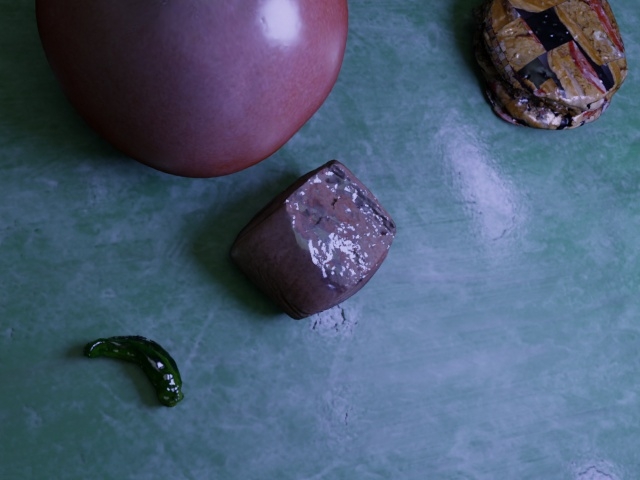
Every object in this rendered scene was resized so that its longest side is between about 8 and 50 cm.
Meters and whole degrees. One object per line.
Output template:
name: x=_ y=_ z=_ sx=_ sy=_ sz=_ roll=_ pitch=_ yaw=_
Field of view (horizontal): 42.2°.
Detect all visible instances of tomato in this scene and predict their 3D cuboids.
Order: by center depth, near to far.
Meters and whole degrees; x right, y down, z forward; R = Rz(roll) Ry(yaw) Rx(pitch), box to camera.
tomato: x=-0.125 y=-0.229 z=0.840 sx=0.322 sy=0.321 sz=0.321 roll=4 pitch=76 yaw=-17

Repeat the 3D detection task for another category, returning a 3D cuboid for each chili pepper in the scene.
chili pepper: x=-0.189 y=0.129 z=0.884 sx=0.118 sy=0.035 sz=0.055 roll=36 pitch=52 yaw=-12

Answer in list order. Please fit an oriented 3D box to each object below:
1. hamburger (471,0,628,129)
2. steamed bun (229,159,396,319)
hamburger: x=0.311 y=-0.257 z=1.108 sx=0.231 sy=0.107 sz=0.230 roll=3 pitch=72 yaw=-11
steamed bun: x=0.000 y=0.000 z=0.939 sx=0.145 sy=0.106 sz=0.175 roll=46 pitch=66 yaw=-3
